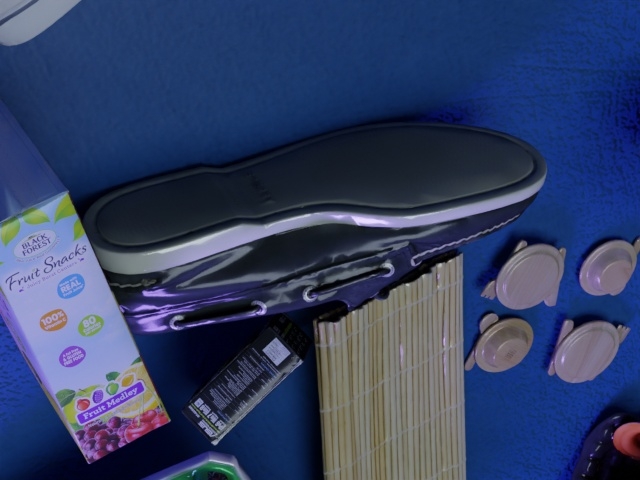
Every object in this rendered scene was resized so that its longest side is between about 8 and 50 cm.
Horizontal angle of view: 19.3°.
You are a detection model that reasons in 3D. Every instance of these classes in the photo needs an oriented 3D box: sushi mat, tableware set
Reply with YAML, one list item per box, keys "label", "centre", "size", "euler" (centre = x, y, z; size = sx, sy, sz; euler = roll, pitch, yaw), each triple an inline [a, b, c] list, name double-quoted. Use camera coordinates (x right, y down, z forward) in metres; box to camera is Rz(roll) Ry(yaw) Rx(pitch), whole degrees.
- label: "sushi mat"
  centre: [0.063, 0.163, 1.555]
  size: [0.151, 0.019, 0.316]
  euler: [-28, 131, -31]
- label: "tableware set"
  centre: [0.198, 0.059, 1.576]
  size: [0.169, 0.020, 0.141]
  euler: [2, 121, -29]

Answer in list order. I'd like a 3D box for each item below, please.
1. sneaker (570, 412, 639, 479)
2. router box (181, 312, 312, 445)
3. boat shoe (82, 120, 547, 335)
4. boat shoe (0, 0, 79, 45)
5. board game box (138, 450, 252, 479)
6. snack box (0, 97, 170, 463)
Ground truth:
- label: "sneaker"
  centre: [0.359, 0.197, 1.678]
  size: [0.321, 0.124, 0.180]
  euler: [-40, 130, 3]
- label: "router box"
  centre: [-0.054, 0.101, 1.417]
  size: [0.092, 0.122, 0.038]
  euler: [-44, 91, 5]
- label: "boat shoe"
  centre: [0.001, 0.002, 1.372]
  size: [0.340, 0.127, 0.113]
  euler: [-14, 127, -16]
- label: "boat shoe"
  centre: [-0.136, -0.230, 1.172]
  size: [0.258, 0.095, 0.084]
  euler: [-44, 133, 4]
- label: "board game box"
  centre: [-0.157, 0.378, 1.494]
  size: [0.390, 0.050, 0.390]
  euler: [-24, 124, 11]
- label: "snack box"
  centre: [-0.190, 0.019, 1.256]
  size: [0.070, 0.174, 0.207]
  euler: [-27, 128, -12]
